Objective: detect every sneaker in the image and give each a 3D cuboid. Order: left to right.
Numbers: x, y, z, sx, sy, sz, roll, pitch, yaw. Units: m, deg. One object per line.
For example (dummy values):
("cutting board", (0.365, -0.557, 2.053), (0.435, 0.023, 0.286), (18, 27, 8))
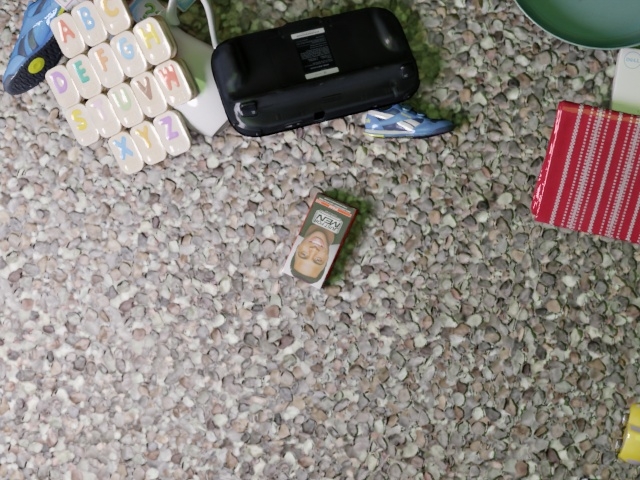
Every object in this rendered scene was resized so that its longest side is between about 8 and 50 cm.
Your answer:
("sneaker", (-0.466, -0.338, 2.011), (0.082, 0.069, 0.209), (39, 98, 22))
("sneaker", (0.139, -0.191, 1.925), (0.144, 0.053, 0.059), (2, 89, 7))

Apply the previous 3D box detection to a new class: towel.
("towel", (0.474, -0.095, 1.861), (0.275, 0.031, 0.198), (13, 110, 8))

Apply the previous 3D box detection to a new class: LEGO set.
("LEGO set", (-0.328, -0.411, 1.935), (0.182, 0.060, 0.244), (-45, 116, 6))

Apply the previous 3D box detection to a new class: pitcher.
("pitcher", (-0.195, -0.282, 1.920), (0.207, 0.125, 0.178), (48, 121, -2))

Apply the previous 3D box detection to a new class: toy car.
("toy car", (0.457, 0.392, 1.885), (0.225, 0.053, 0.239), (-20, 88, 8))

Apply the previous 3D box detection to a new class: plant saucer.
("plant saucer", (0.429, -0.438, 1.858), (0.318, 0.044, 0.317), (0, 81, 2))

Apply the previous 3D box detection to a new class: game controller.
("game controller", (-0.005, -0.266, 1.888), (0.319, 0.067, 0.166), (-15, 69, -16))

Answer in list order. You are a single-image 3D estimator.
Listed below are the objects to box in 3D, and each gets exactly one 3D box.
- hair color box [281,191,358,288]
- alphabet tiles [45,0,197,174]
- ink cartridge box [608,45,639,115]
("hair color box", (0.000, 0.000, 1.952), (0.072, 0.043, 0.141), (24, 95, 7))
("alphabet tiles", (-0.319, -0.247, 1.926), (0.284, 0.021, 0.278), (-17, 102, 40))
("ink cartridge box", (0.543, -0.280, 1.863), (0.171, 0.056, 0.235), (9, 94, 9))
